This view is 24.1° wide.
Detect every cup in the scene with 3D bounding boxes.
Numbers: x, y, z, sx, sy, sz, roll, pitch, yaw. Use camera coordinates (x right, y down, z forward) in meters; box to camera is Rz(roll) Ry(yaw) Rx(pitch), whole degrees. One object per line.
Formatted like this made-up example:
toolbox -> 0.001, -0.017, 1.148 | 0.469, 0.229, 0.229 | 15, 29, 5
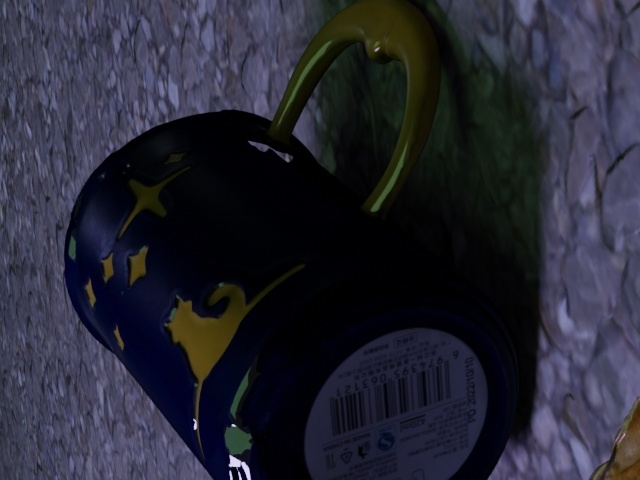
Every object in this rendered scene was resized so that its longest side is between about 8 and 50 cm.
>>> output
cup -> -0.019, 0.008, 0.810 | 0.256, 0.178, 0.255 | -142, 45, -56

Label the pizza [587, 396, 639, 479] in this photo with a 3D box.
pizza -> 0.138, 0.148, 0.583 | 0.127, 0.058, 0.246 | -135, 58, -66
